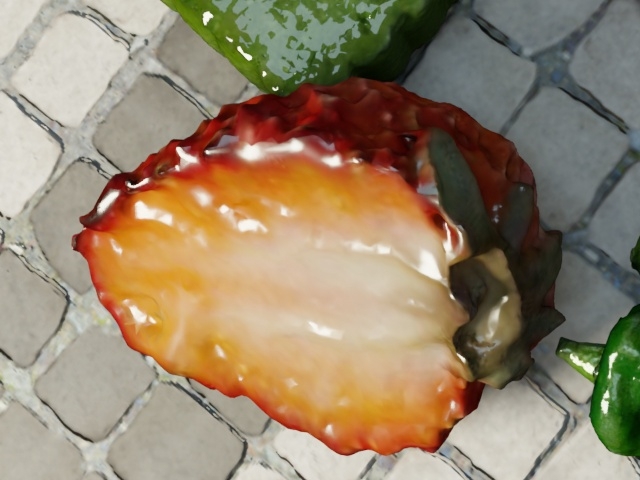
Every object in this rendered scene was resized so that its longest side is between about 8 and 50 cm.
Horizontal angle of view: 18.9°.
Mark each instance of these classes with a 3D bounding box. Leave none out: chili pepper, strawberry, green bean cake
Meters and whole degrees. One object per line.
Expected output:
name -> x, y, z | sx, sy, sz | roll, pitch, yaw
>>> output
chili pepper -> 0.281, 0.108, 1.229 | 0.270, 0.136, 0.099 | 12, 62, 15
strawberry -> 0.000, 0.000, 1.299 | 0.336, 0.149, 0.265 | 2, 126, 30
green bean cake -> -0.016, -0.227, 1.351 | 0.248, 0.125, 0.222 | 40, 94, 12

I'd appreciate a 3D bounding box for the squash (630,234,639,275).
squash -> 0.395, 0.028, 1.217 | 0.395, 0.107, 0.107 | 14, 86, 17
